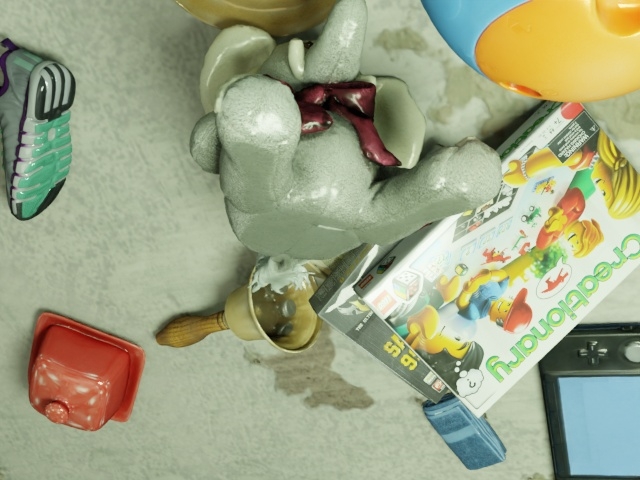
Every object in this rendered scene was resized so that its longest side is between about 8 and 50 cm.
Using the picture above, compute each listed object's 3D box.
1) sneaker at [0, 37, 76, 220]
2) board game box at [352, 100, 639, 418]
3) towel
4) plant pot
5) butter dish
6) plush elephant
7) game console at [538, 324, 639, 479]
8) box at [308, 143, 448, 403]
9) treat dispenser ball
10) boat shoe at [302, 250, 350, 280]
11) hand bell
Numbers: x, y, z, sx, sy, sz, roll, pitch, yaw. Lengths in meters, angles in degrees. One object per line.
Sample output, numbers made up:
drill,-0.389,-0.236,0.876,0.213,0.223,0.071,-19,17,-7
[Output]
sneaker,-0.355,-0.132,1.345,0.098,0.083,0.224,35,127,20
board game box,0.210,0.016,1.192,0.305,0.053,0.193,-44,106,1
towel,0.189,0.251,1.463,0.067,0.029,0.119,-26,113,30
plant pot,-0.068,-0.312,1.131,0.236,0.032,0.236,6,136,6
butter dish,-0.338,0.201,1.525,0.160,0.118,0.160,21,126,2
plush elephant,0.001,-0.119,1.113,0.271,0.255,0.330,11,153,-15
game console,0.390,0.260,1.323,0.250,0.173,0.293,-3,122,18
box,0.129,0.038,1.241,0.183,0.056,0.231,39,93,-20
treat dispenser ball,0.218,-0.261,0.947,0.288,0.288,0.288,8,125,11
boat shoe,0.000,0.000,1.302,0.302,0.109,0.098,34,125,-15
hand bell,-0.126,0.104,1.424,0.242,0.126,0.126,-20,117,39
